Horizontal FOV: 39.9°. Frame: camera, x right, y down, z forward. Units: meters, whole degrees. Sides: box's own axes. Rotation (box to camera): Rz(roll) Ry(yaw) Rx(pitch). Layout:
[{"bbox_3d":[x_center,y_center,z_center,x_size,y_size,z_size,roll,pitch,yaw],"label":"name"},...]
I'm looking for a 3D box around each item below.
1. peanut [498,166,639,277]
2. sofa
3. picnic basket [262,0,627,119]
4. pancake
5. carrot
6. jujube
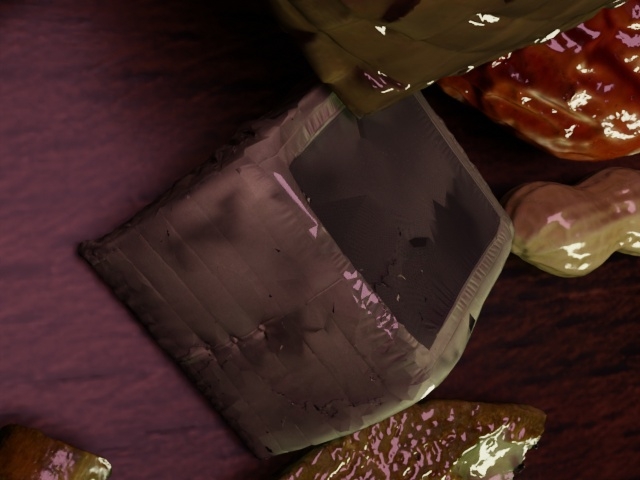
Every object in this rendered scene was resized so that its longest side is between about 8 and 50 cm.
[{"bbox_3d":[0.224,-0.016,0.713,0.187,0.082,0.082,-11,91,-25],"label":"peanut"},{"bbox_3d":[0.000,0.000,0.612,0.210,0.176,0.225,50,41,-13],"label":"sofa"},{"bbox_3d":[0.041,-0.273,0.431,0.293,0.337,0.337,-24,97,6],"label":"picnic basket"},{"bbox_3d":[0.036,0.230,0.629,0.376,0.054,0.197,-27,96,-21],"label":"pancake"},{"bbox_3d":[-0.194,0.196,0.514,0.082,0.082,0.173,35,67,-18],"label":"carrot"},{"bbox_3d":[0.161,-0.166,0.645,0.250,0.174,0.174,35,74,-13],"label":"jujube"}]
